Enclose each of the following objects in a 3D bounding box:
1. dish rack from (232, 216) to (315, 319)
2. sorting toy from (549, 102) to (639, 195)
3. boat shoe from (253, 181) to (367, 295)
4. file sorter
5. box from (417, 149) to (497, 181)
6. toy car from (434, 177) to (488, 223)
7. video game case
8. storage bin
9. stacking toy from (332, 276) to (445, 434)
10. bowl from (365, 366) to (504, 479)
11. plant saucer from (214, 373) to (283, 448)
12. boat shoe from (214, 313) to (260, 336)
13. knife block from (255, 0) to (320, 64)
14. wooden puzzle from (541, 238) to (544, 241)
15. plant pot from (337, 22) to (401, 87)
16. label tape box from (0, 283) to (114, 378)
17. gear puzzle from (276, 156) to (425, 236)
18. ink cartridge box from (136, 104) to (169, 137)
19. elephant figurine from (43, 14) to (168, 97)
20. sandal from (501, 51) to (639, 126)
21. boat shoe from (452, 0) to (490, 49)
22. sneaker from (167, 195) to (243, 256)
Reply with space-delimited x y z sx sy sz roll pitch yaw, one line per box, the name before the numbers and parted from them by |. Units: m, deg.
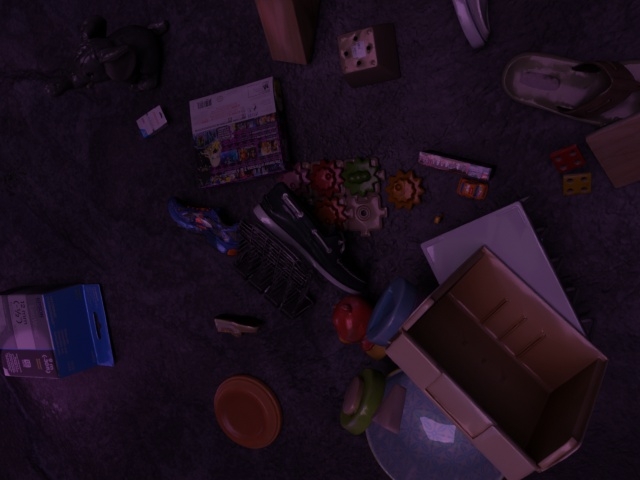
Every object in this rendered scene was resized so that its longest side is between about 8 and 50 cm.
dish rack | -0.098 0.056 1.175 0.208 0.074 0.272 39 152 11
sorting toy | 0.529 -0.165 0.921 0.274 0.046 0.132 -25 126 36
boat shoe | 0.000 0.000 1.149 0.302 0.114 0.091 39 101 -21
file sorter | 0.353 0.077 1.002 0.192 0.173 0.278 -27 89 34
box | 0.263 -0.146 1.048 0.136 0.094 0.027 18 108 19
toy car | 0.279 -0.069 1.085 0.060 0.040 0.122 35 112 13
video game case | -0.185 -0.238 1.238 0.231 0.041 0.211 -9 87 25
storage bin | 0.266 0.172 0.824 0.262 0.260 0.123 45 126 14
stacking toy | 0.086 0.210 1.035 0.130 0.280 0.309 29 157 -8
bowl | 0.248 0.363 1.122 0.289 0.156 0.290 5 102 22
plant saucer | -0.192 0.443 1.397 0.199 0.037 0.200 5 103 22
boat shoe | -0.204 0.214 1.353 0.135 0.050 0.045 6 106 33
knife block | -0.084 -0.495 1.047 0.088 0.242 0.276 16 107 21
wooden puzzle | 0.402 0.021 1.068 0.049 0.006 0.083 43 114 10
plant pot | 0.087 -0.369 1.078 0.109 0.096 0.109 -5 98 25
label tape box | -0.779 0.260 1.577 0.347 0.115 0.249 -4 99 26
gear puzzle | 0.057 -0.091 1.176 0.338 0.044 0.176 0 100 24
ink cartridge box | -0.408 -0.293 1.348 0.083 0.028 0.048 -24 90 26
elephant figurine | -0.482 -0.415 1.238 0.169 0.239 0.186 4 102 23
sandal | 0.463 -0.258 0.941 0.302 0.086 0.120 13 106 21
boat shoe | 0.277 -0.486 0.978 0.088 0.096 0.268 -12 87 30
sneaker | -0.271 -0.050 1.320 0.221 0.083 0.087 31 98 9
